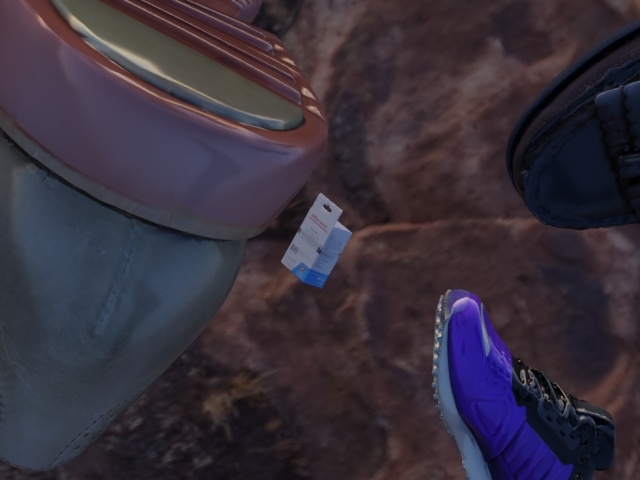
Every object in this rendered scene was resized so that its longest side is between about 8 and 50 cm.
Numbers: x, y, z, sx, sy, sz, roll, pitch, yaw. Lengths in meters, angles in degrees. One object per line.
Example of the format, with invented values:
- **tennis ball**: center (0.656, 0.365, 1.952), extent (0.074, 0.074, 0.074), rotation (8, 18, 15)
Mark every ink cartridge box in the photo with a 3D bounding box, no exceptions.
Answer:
- **ink cartridge box**: center (0.000, 0.000, 1.397), extent (0.028, 0.048, 0.083), rotation (20, 104, -40)

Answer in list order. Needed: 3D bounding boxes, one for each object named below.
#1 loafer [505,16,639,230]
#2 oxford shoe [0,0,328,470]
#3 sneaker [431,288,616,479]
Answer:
- **loafer**: center (0.238, -0.074, 0.692), extent (0.095, 0.302, 0.109), rotation (-86, 152, -59)
- **oxford shoe**: center (-0.107, -0.061, 0.551), extent (0.140, 0.397, 0.146), rotation (24, 107, -16)
- **sneaker**: center (0.195, 0.162, 1.269), extent (0.102, 0.146, 0.293), rotation (-75, 151, -58)
